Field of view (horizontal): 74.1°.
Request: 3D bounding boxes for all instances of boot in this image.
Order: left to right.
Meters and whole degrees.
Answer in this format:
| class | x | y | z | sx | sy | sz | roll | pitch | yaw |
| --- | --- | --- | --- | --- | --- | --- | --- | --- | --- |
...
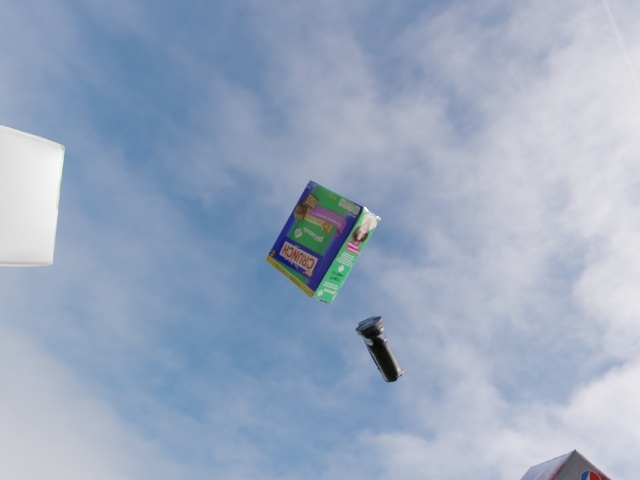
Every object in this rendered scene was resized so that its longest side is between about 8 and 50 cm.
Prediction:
| class | x | y | z | sx | sy | sz | roll | pitch | yaw |
| --- | --- | --- | --- | --- | --- | --- | --- | --- | --- |
| boot | 0.094 | 0.170 | 0.655 | 0.045 | 0.121 | 0.099 | -25 | -98 | 0 |

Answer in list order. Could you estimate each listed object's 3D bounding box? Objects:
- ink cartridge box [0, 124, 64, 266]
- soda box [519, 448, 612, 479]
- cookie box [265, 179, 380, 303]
| class | x | y | z | sx | sy | sz | roll | pitch | yaw |
| --- | --- | --- | --- | --- | --- | --- | --- | --- | --- |
| ink cartridge box | -0.425 | -0.051 | 0.515 | 0.208 | 0.086 | 0.153 | 4 | -92 | 24 |
| soda box | 0.363 | 0.395 | 0.638 | 0.092 | 0.083 | 0.263 | 41 | -16 | 31 |
| cookie box | 0.000 | 0.000 | 0.467 | 0.091 | 0.040 | 0.107 | 33 | -85 | 42 |
